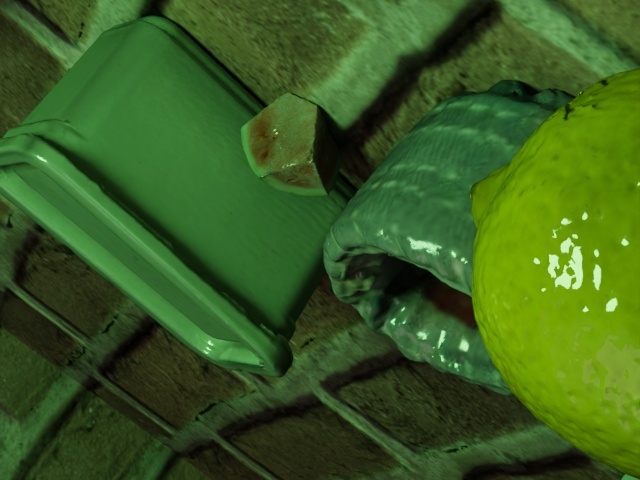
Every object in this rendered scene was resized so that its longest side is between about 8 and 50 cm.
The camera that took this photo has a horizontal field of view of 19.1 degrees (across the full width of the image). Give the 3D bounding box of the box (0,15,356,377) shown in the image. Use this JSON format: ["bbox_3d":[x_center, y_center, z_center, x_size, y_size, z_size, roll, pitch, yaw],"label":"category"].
[{"bbox_3d":[-0.118,-0.043,1.654,0.312,0.182,0.175,43,161,-21],"label":"box"}]

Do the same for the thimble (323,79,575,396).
[{"bbox_3d":[0.129,0.000,1.350,0.205,0.172,0.236,41,159,-8],"label":"thimble"}]

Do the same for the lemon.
[{"bbox_3d":[0.219,0.022,1.114,0.267,0.267,0.267,31,162,11],"label":"lemon"}]

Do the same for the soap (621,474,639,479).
[{"bbox_3d":[0.353,0.237,1.586,0.230,0.145,0.091,41,162,-17],"label":"soap"}]

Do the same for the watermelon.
[{"bbox_3d":[-0.014,-0.077,1.586,0.092,0.085,0.072,3,157,-35],"label":"watermelon"}]
